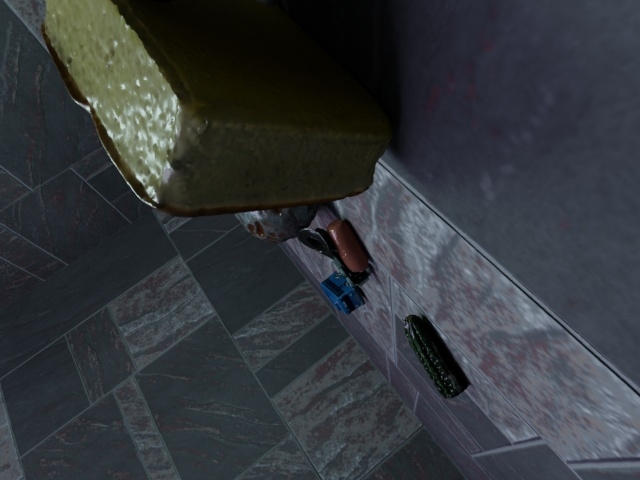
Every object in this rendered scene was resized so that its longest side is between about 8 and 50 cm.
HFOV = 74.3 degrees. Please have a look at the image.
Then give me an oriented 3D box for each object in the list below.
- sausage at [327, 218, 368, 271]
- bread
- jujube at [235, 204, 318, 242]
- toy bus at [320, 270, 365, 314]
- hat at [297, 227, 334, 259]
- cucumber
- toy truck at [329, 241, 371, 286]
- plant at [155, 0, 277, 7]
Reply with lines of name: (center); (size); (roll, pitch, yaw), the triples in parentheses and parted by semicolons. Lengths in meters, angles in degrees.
sausage: (0.073, 0.017, 1.094); (0.154, 0.062, 0.062); (58, 170, -21)
bread: (-0.107, -0.188, 0.515); (0.324, 0.333, 0.143); (51, 127, 22)
jujube: (-0.131, -0.110, 1.170); (0.247, 0.215, 0.308); (57, 166, 7)
toy bus: (0.080, 0.195, 1.563); (0.090, 0.106, 0.184); (60, 169, -22)
hat: (0.000, 0.000, 1.112); (0.121, 0.050, 0.121); (31, 159, 13)
cucumber: (0.277, 0.285, 1.040); (0.265, 0.077, 0.077); (57, 170, -9)
toy truck: (0.073, 0.053, 1.198); (0.169, 0.077, 0.100); (50, -176, 4)
plant: (-0.087, -0.294, 0.311); (0.312, 0.215, 0.213); (51, 170, 1)
